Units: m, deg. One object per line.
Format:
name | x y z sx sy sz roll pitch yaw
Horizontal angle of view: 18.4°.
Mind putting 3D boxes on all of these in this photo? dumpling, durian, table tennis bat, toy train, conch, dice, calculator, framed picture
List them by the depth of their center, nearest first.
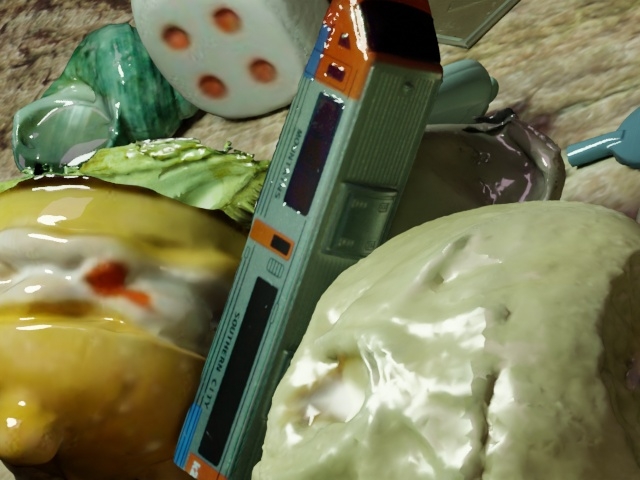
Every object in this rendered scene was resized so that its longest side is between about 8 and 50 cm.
toy train | 0.000 0.000 1.488 0.089 0.086 0.409 32 108 42
dumpling | 0.086 0.017 1.570 0.293 0.163 0.204 -27 67 33
table tennis bat | 0.274 -0.090 1.634 0.155 0.019 0.100 -17 33 30
calculator | 0.059 -0.080 1.716 0.295 0.042 0.184 -24 -19 -43
durian | -0.160 -0.027 1.844 0.394 0.198 0.163 -16 26 48
framed picture | 0.147 -0.242 2.033 0.109 0.011 0.149 -44 28 -13
dice | -0.074 -0.258 2.122 0.193 0.192 0.194 -18 31 36
conch | -0.229 -0.146 2.202 0.202 0.134 0.196 -22 62 20

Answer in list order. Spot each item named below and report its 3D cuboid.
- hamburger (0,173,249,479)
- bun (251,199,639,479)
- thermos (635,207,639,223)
hamburger | -0.175 0.098 1.618 0.276 0.276 0.237 -13 62 39
bun | 0.078 0.127 1.237 0.364 0.202 0.364 -36 36 32
thermos | 0.322 0.039 1.241 0.176 0.146 0.265 -57 30 0
